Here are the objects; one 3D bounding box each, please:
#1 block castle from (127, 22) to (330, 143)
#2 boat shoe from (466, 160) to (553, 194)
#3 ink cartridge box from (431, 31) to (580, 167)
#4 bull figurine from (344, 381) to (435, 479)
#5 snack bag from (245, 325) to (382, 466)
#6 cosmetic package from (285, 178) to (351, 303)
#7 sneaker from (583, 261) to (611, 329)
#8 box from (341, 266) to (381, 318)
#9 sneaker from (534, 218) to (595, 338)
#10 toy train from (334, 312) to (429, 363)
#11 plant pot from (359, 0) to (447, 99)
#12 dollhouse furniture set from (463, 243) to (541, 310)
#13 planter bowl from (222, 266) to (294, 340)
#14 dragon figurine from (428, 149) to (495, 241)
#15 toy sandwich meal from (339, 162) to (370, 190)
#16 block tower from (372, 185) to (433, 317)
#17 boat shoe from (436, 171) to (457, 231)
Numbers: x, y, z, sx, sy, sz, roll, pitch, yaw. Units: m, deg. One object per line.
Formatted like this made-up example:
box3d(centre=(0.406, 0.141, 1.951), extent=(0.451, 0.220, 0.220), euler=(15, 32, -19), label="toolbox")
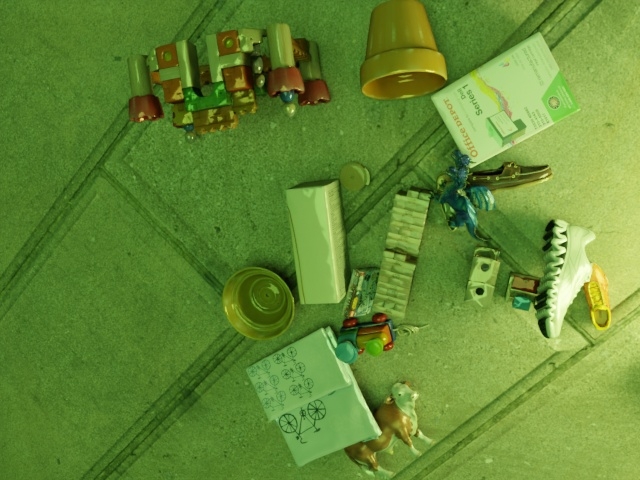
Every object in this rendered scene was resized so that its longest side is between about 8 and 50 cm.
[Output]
box3d(centre=(-0.227, -0.372, 1.512), extent=(0.453, 0.303, 0.213), euler=(-6, 95, 17), label="block castle")
box3d(centre=(0.460, -0.158, 1.486), extent=(0.207, 0.073, 0.073), euler=(-14, 101, 18), label="boat shoe")
box3d(centre=(0.431, -0.326, 1.431), extent=(0.278, 0.117, 0.201), euler=(-28, 94, 20), label="ink cartridge box")
box3d(centre=(0.199, 0.543, 1.705), extent=(0.310, 0.101, 0.188), euler=(-48, 71, 24), label="bull figurine")
box3d(centre=(-0.029, 0.462, 1.741), extent=(0.323, 0.037, 0.343), euler=(-31, 81, 26), label="snack bag")
box3d(centre=(0.000, 0.000, 1.610), extent=(0.113, 0.160, 0.309), euler=(-4, 101, 17), label="cosmetic package")
box3d(centre=(0.689, 0.137, 1.495), extent=(0.064, 0.067, 0.175), euler=(-16, 96, 20), label="sneaker")
box3d(centre=(0.113, 0.141, 1.646), extent=(0.027, 0.094, 0.137), euler=(28, 111, 40), label="box")
box3d(centre=(0.591, 0.095, 1.453), extent=(0.118, 0.110, 0.292), euler=(11, 82, 5), label="sneaker")
box3d(centre=(0.164, 0.266, 1.633), extent=(0.248, 0.143, 0.105), euler=(-12, 100, 18), label="toy train")
box3d(centre=(0.191, -0.458, 1.439), extent=(0.205, 0.205, 0.188), euler=(-6, 85, 17), label="plant pot")
box3d(centre=(0.467, 0.101, 1.516), extent=(0.183, 0.129, 0.129), euler=(12, 105, 14), label="dollhouse furniture set")
box3d(centre=(-0.165, 0.169, 1.732), extent=(0.217, 0.090, 0.217), euler=(4, 105, 15), label="planter bowl")
box3d(centre=(0.361, -0.085, 1.461), extent=(0.085, 0.144, 0.289), euler=(-44, 110, -20), label="dragon figurine")
box3d(centre=(0.092, -0.172, 1.613), extent=(0.085, 0.029, 0.086), euler=(6, 107, 19), label="toy sandwich meal")
box3d(centre=(0.216, 0.027, 1.591), extent=(0.091, 0.097, 0.336), euler=(14, 104, 12), label="block tower")
box3d(centre=(0.329, -0.100, 1.550), extent=(0.056, 0.048, 0.153), euler=(-7, 101, 17), label="boat shoe")
